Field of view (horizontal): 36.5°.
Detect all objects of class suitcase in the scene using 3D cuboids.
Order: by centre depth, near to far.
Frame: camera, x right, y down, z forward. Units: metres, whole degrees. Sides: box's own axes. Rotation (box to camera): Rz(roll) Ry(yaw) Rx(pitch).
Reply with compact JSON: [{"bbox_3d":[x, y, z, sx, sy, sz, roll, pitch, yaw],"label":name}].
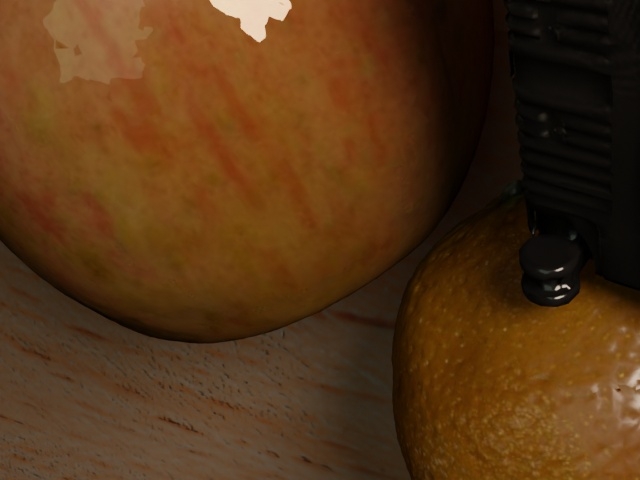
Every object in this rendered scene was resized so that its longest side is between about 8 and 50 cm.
[{"bbox_3d":[0.213,-0.138,0.416,0.152,0.335,0.230,18,141,33],"label":"suitcase"}]

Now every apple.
[{"bbox_3d":[-0.065,-0.112,0.605,0.363,0.364,0.364,4,97,30],"label":"apple"}]

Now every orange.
[{"bbox_3d":[0.160,0.086,0.546,0.264,0.264,0.264,4,97,30],"label":"orange"}]
